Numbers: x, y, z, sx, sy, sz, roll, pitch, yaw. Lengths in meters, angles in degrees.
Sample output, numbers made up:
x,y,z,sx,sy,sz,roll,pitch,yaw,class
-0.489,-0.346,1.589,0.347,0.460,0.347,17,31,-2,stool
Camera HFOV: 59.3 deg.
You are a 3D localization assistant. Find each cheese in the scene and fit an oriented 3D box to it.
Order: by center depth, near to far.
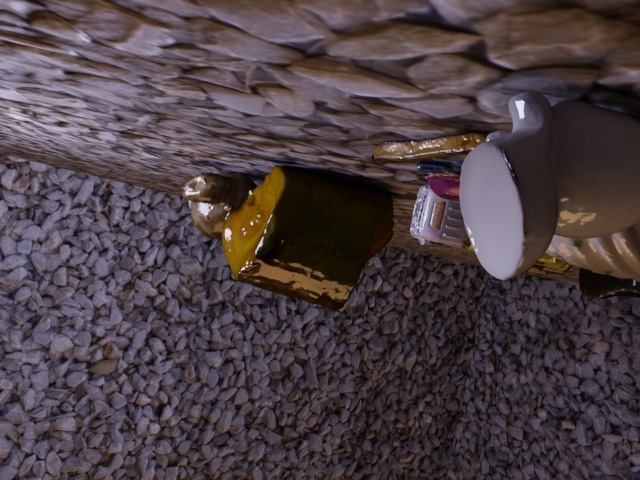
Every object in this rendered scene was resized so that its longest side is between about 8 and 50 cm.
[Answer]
x,y,z,sx,sy,sz,roll,pitch,yaw,class
0.167,-0.075,0.707,0.095,0.038,0.145,10,177,34,cheese

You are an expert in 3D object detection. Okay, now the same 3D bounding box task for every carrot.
x,y,z,sx,sy,sz,roll,pitch,yaw,class
0.000,0.000,1.043,0.340,0.242,0.241,15,178,-15,carrot

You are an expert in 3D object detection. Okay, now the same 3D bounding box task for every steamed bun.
x,y,z,sx,sy,sz,roll,pitch,yaw,class
0.311,-0.014,0.599,0.182,0.106,0.183,13,177,1,steamed bun

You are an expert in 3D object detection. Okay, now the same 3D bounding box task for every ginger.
x,y,z,sx,sy,sz,roll,pitch,yaw,class
-0.173,-0.056,1.325,0.256,0.176,0.375,-14,156,36,ginger

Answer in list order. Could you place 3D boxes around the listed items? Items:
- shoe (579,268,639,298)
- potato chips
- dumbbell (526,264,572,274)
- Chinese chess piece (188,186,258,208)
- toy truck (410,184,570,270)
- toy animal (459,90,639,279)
x,y,z,sx,sy,sz,roll,pitch,yaw,class
0.628,0.064,1.077,0.137,0.114,0.291,7,177,-20,shoe
0.111,-0.096,0.600,0.037,0.026,0.204,9,179,-28,potato chips
0.497,0.032,1.240,0.082,0.092,0.231,41,-177,10,dumbbell
-0.244,-0.108,1.580,0.249,0.103,0.250,12,-179,0,Chinese chess piece
0.251,-0.022,0.815,0.226,0.098,0.114,12,-175,4,toy truck
0.218,-0.057,0.405,0.220,0.131,0.104,-13,145,-2,toy animal
